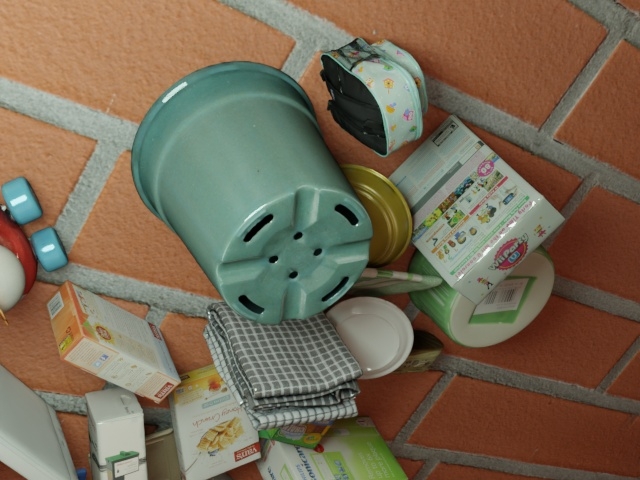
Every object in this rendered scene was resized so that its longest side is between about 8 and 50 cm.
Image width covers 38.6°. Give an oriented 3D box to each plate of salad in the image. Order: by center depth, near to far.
[{"bbox_3d":[0.090,0.197,1.874,0.199,0.048,0.200,0,117,0],"label":"plate of salad"}]

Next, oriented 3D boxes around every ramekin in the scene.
[{"bbox_3d":[0.351,0.086,1.956,0.303,0.148,0.303,-15,130,-18],"label":"ramekin"}]

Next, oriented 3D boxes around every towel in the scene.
[{"bbox_3d":[-0.072,0.219,1.737,0.235,0.284,0.121,-1,124,-29],"label":"towel"},{"bbox_3d":[0.028,0.081,1.747,0.324,0.248,0.038,8,77,-33],"label":"towel"}]

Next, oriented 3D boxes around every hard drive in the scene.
[{"bbox_3d":[-0.550,0.286,1.560,0.047,0.233,0.353,-36,134,-3],"label":"hard drive"}]

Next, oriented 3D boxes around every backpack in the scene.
[{"bbox_3d":[0.100,-0.239,1.538,0.144,0.188,0.166,-22,131,-12],"label":"backpack"}]

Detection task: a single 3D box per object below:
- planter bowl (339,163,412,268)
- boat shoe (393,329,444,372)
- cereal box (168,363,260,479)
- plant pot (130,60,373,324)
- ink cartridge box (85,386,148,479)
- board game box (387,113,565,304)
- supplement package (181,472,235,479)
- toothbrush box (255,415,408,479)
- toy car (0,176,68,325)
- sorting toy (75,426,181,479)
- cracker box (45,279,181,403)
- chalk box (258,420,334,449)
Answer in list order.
[{"bbox_3d":[0.050,-0.022,1.659,0.090,0.217,0.217,-50,155,-52],"label":"planter bowl"},{"bbox_3d":[0.146,0.260,2.010,0.285,0.104,0.089,3,120,-31],"label":"boat shoe"},{"bbox_3d":[-0.217,0.371,1.888,0.173,0.047,0.240,-17,115,-25],"label":"cereal box"},{"bbox_3d":[-0.096,-0.064,1.469,0.341,0.334,0.341,-15,129,-19],"label":"plant pot"},{"bbox_3d":[-0.389,0.409,1.750,0.092,0.160,0.219,-7,104,-21],"label":"ink cartridge box"},{"bbox_3d":[0.264,-0.064,1.685,0.224,0.303,0.097,-46,133,10],"label":"board game box"},{"bbox_3d":[-0.239,0.588,2.055,0.105,0.105,0.179,-35,134,1],"label":"supplement package"},{"bbox_3d":[0.020,0.514,2.070,0.283,0.206,0.122,4,122,-30],"label":"toothbrush box"},{"bbox_3d":[-0.507,0.060,1.405,0.219,0.238,0.210,-24,133,-10],"label":"toy car"},{"bbox_3d":[-0.389,0.468,1.923,0.347,0.047,0.196,-15,134,-19],"label":"sorting toy"},{"bbox_3d":[-0.369,0.183,1.633,0.067,0.156,0.232,-45,132,10],"label":"cracker box"},{"bbox_3d":[-0.055,0.350,1.943,0.132,0.132,0.213,21,108,-39],"label":"chalk box"}]
